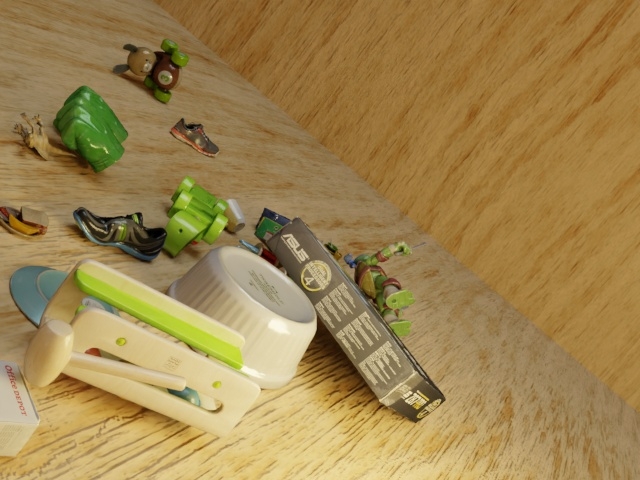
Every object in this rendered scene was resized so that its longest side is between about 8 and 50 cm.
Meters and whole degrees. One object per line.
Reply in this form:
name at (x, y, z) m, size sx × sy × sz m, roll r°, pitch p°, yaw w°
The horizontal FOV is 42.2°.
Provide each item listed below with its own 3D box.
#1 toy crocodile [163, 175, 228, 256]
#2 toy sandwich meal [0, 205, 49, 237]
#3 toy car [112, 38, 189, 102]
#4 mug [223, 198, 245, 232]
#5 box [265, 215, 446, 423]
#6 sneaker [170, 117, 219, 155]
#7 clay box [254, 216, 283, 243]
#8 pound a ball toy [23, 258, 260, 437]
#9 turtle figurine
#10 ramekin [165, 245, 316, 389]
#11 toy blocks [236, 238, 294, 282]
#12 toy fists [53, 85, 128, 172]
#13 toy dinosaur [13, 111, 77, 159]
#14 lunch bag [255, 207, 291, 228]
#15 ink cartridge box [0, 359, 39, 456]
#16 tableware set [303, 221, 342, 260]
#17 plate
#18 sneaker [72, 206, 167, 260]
toy crocodile at (-0.267, -0.051, 1.743) m, size 0.115 × 0.105 × 0.340 m, roll 34°, pitch 10°, yaw -13°
toy sandwich meal at (-0.472, -0.034, 1.318) m, size 0.085 × 0.029 × 0.085 m, roll 35°, pitch 15°, yaw -11°
toy car at (-0.518, -0.523, 2.475) m, size 0.188 × 0.155 × 0.149 m, roll 8°, pitch 32°, yaw -45°
mug at (-0.214, -0.050, 1.947) m, size 0.064 × 0.078 × 0.062 m, roll 54°, pitch -13°, yaw 22°
box at (0.073, 0.166, 1.651) m, size 0.395 × 0.097 × 0.318 m, roll 53°, pitch 4°, yaw 27°
sneaker at (-0.341, -0.292, 2.335) m, size 0.158 × 0.065 × 0.061 m, roll 26°, pitch 19°, yaw -37°
clay box at (-0.069, 0.017, 1.929) m, size 0.127 × 0.053 × 0.222 m, roll 28°, pitch -8°, yaw 12°
pound a ball toy at (-0.237, 0.165, 1.056) m, size 0.319 × 0.136 × 0.208 m, roll 30°, pitch 17°, yaw -30°
turtle figurine at (0.204, 0.116, 2.132) m, size 0.274 × 0.198 × 0.266 m, roll 27°, pitch 22°, yaw -24°
ramekin at (-0.128, 0.123, 1.459) m, size 0.273 × 0.127 × 0.273 m, roll 35°, pitch 15°, yaw -11°
toy blocks at (-0.115, 0.057, 1.833) m, size 0.148 × 0.054 × 0.123 m, roll 31°, pitch 16°, yaw -25°
toy fists at (-0.485, -0.239, 1.737) m, size 0.142 × 0.096 × 0.279 m, roll 58°, pitch 4°, yaw -22°
toy dinosaur at (-0.549, -0.194, 1.616) m, size 0.093 × 0.053 × 0.183 m, roll 58°, pitch 5°, yaw 7°
lunch bag at (-0.111, -0.033, 2.097) m, size 0.098 × 0.065 × 0.067 m, roll 26°, pitch 3°, yaw -36°
ink cartridge box at (-0.378, 0.170, 0.867) m, size 0.135 × 0.056 × 0.099 m, roll 21°, pitch 23°, yaw -47°
tableware set at (0.000, 0.000, 2.336) m, size 0.154 × 0.024 × 0.104 m, roll 41°, pitch 15°, yaw 8°
plate at (-0.361, 0.092, 1.212) m, size 0.188 × 0.024 × 0.188 m, roll 34°, pitch 14°, yaw -10°
sneaker at (-0.354, -0.025, 1.471) m, size 0.188 × 0.078 × 0.067 m, roll 23°, pitch 20°, yaw -42°
